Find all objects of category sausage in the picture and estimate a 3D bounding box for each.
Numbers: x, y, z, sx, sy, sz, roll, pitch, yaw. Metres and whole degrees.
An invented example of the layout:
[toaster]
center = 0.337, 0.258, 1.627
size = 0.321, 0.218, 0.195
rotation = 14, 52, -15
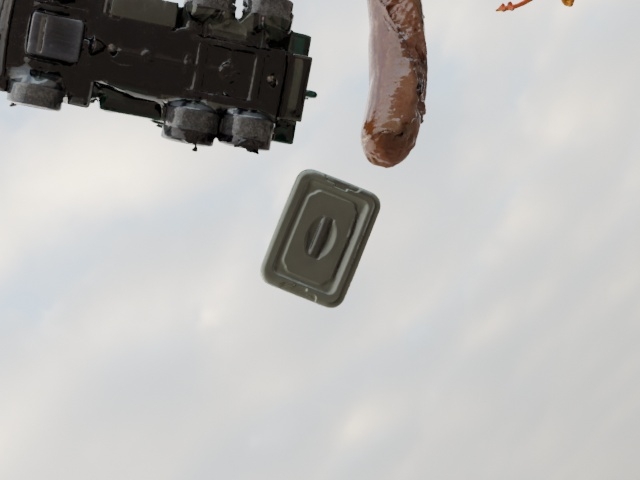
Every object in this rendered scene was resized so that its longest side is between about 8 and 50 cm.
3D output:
[sausage]
center = 0.086, -0.232, 1.385
size = 0.087, 0.326, 0.079
rotation = 19, -34, -29

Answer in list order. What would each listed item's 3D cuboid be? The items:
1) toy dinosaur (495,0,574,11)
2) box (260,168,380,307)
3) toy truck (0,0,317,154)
[toy dinosaur]
center = 0.404, -0.415, 1.784
size = 0.117, 0.288, 0.070
rotation = 55, -151, -60
[box]
center = 0.000, 0.000, 1.154
size = 0.062, 0.089, 0.122
rotation = 83, -151, -84
[toy truck]
center = -0.174, -0.192, 1.282
size = 0.363, 0.178, 0.176
rotation = 9, -88, -15
